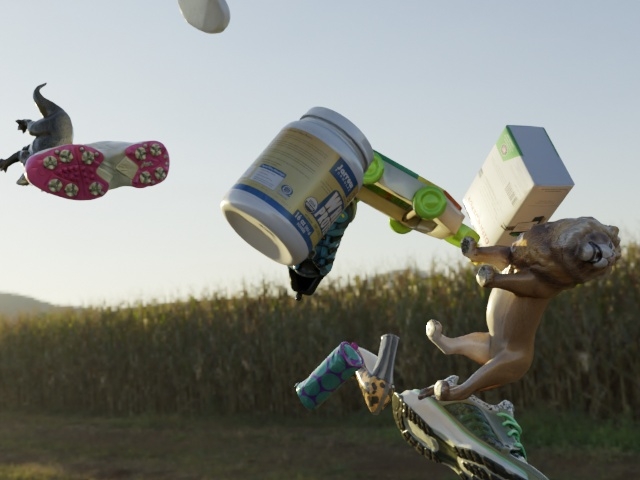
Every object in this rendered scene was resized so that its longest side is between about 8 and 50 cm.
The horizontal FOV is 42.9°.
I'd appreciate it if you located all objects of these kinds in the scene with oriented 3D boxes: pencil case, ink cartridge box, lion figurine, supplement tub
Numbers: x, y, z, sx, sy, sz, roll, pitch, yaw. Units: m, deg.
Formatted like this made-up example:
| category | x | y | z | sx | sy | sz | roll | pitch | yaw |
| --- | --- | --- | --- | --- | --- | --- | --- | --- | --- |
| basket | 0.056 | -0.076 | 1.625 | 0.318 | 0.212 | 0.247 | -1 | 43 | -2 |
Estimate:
| category | x | y | z | sx | sy | sz | roll | pitch | yaw |
| --- | --- | --- | --- | --- | --- | --- | --- | --- | --- |
| pencil case | 0.018 | 0.269 | 1.621 | 0.151 | 0.064 | 0.070 | -46 | 1 | 24 |
| ink cartridge box | 0.383 | -0.094 | 1.606 | 0.093 | 0.160 | 0.219 | -1 | -37 | -20 |
| lion figurine | 0.325 | 0.122 | 1.355 | 0.240 | 0.392 | 0.142 | 7 | 32 | -25 |
| supplement tub | -0.029 | -0.079 | 1.160 | 0.144 | 0.199 | 0.144 | 33 | -20 | 14 |

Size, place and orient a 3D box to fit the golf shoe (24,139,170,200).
| category | x | y | z | sx | sy | sz | roll | pitch | yaw |
| --- | --- | --- | --- | --- | --- | --- | --- | --- | --- |
| golf shoe | -0.462 | -0.148 | 1.653 | 0.306 | 0.115 | 0.140 | -8 | 16 | -43 |

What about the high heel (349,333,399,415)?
| category | x | y | z | sx | sy | sz | roll | pitch | yaw |
| --- | --- | --- | --- | --- | --- | --- | --- | --- | --- |
| high heel | 0.093 | 0.337 | 1.885 | 0.093 | 0.186 | 0.261 | 24 | -32 | -14 |

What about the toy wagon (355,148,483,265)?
| category | x | y | z | sx | sy | sz | roll | pitch | yaw |
| --- | --- | --- | --- | --- | --- | --- | --- | --- | --- |
| toy wagon | 0.155 | -0.065 | 1.458 | 0.345 | 0.068 | 0.267 | 29 | -7 | -2 |

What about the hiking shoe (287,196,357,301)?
| category | x | y | z | sx | sy | sz | roll | pitch | yaw |
| --- | --- | --- | --- | --- | --- | --- | --- | --- | --- |
| hiking shoe | 0.000 | 0.000 | 1.470 | 0.113 | 0.132 | 0.304 | 8 | -26 | -1 |

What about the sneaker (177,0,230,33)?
| category | x | y | z | sx | sy | sz | roll | pitch | yaw |
| --- | --- | --- | --- | --- | --- | --- | --- | --- | --- |
| sneaker | -0.178 | -0.387 | 1.239 | 0.094 | 0.212 | 0.080 | -7 | -43 | -42 |

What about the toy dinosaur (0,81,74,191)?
| category | x | y | z | sx | sy | sz | roll | pitch | yaw |
| --- | --- | --- | --- | --- | --- | --- | --- | --- | --- |
| toy dinosaur | -0.582 | -0.202 | 1.731 | 0.161 | 0.313 | 0.121 | -8 | -38 | 18 |

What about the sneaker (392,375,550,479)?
| category | x | y | z | sx | sy | sz | roll | pitch | yaw |
| --- | --- | --- | --- | --- | --- | --- | --- | --- | --- |
| sneaker | 0.324 | 0.368 | 1.527 | 0.182 | 0.158 | 0.410 | -33 | 42 | -24 |
